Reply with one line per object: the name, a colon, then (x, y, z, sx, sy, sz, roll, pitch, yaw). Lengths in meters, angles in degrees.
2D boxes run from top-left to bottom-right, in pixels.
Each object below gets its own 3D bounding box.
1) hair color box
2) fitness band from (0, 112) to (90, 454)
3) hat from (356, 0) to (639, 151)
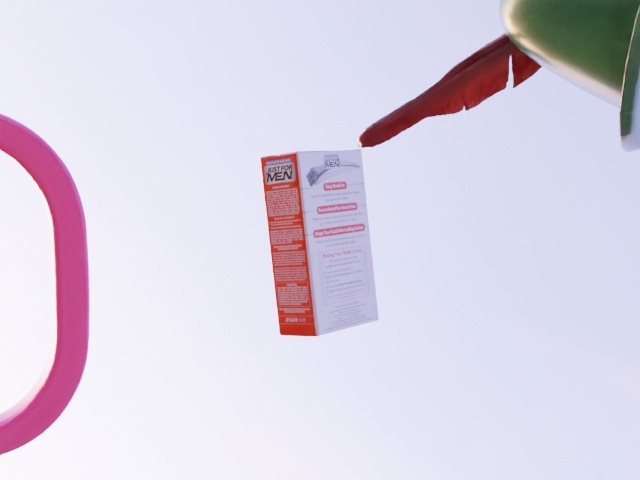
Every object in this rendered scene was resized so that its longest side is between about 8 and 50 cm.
hair color box: (0.000, 0.000, 0.901, 0.053, 0.093, 0.167, -3, -86, 42)
fitness band: (-0.293, 0.037, 0.772, 0.054, 0.209, 0.290, -161, -110, -68)
hat: (0.120, -0.151, 0.550, 0.184, 0.208, 0.173, 22, -11, 26)
